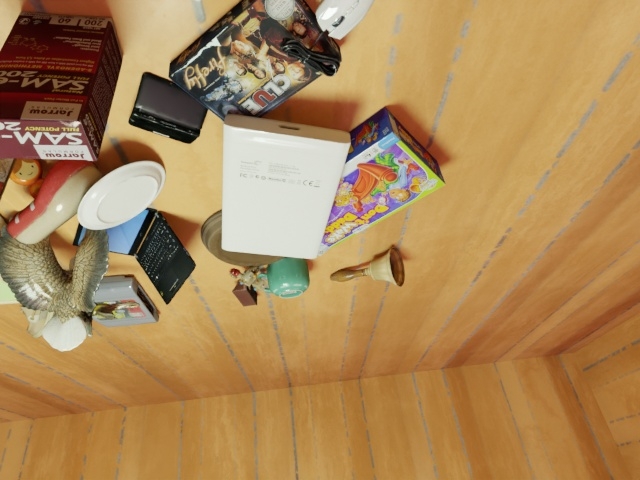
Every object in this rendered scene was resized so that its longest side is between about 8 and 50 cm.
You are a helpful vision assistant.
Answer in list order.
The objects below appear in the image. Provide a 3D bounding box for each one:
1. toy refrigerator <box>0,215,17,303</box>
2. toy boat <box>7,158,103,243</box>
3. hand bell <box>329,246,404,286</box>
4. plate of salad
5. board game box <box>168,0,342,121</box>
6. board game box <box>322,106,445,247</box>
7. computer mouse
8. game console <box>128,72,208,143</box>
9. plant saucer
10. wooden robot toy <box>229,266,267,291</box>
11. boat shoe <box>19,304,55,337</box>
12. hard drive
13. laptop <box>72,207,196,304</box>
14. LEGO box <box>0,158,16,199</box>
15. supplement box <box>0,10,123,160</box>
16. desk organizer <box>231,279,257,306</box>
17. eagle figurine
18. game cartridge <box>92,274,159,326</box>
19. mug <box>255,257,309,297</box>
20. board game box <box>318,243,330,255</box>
[{"bbox_3d":[-0.790,0.047,1.002,0.102,0.094,0.270,-3,138,-7],"label":"toy refrigerator"},{"bbox_3d":[-0.560,-0.106,0.839,0.231,0.151,0.151,-27,114,26],"label":"toy boat"},{"bbox_3d":[0.137,0.102,1.347,0.242,0.126,0.126,-11,150,30],"label":"hand bell"},{"bbox_3d":[-0.417,-0.099,0.871,0.200,0.048,0.200,-42,171,-9],"label":"plate of salad"},{"bbox_3d":[-0.108,-0.300,0.698,0.243,0.042,0.165,-26,143,26],"label":"board game box"},{"bbox_3d":[0.080,-0.125,0.978,0.347,0.078,0.233,-30,141,30],"label":"board game box"},{"bbox_3d":[0.031,-0.340,0.615,0.106,0.042,0.193,18,120,-40],"label":"computer mouse"},{"bbox_3d":[-0.284,-0.242,0.779,0.122,0.071,0.107,14,171,-30],"label":"game console"},{"bbox_3d":[-0.188,-0.002,1.145,0.277,0.041,0.278,-6,147,-4],"label":"plant saucer"},{"bbox_3d":[-0.215,0.094,1.257,0.173,0.079,0.076,10,149,52],"label":"wooden robot toy"},{"bbox_3d":[-0.831,0.187,1.238,0.098,0.109,0.302,27,127,-29],"label":"boat shoe"},{"bbox_3d":[-0.090,-0.093,0.888,0.233,0.047,0.353,6,139,-9],"label":"hard drive"},{"bbox_3d":[-0.474,0.035,1.047,0.136,0.264,0.234,-29,170,-47],"label":"laptop"},{"bbox_3d":[-0.852,-0.106,0.695,0.500,0.193,0.372,-24,145,23],"label":"LEGO box"},{"bbox_3d":[-0.368,-0.221,0.580,0.130,0.239,0.073,-2,147,-10],"label":"supplement box"},{"bbox_3d":[-0.254,0.176,1.399,0.050,0.047,0.130,-8,147,5],"label":"desk organizer"},{"bbox_3d":[-0.614,0.089,1.011,0.226,0.225,0.298,-36,148,-34],"label":"eagle figurine"},{"bbox_3d":[-0.665,0.206,1.352,0.196,0.060,0.294,-1,147,-3],"label":"game cartridge"},{"bbox_3d":[-0.107,0.127,1.291,0.129,0.097,0.157,14,146,-43],"label":"mug"},{"bbox_3d":[0.000,0.000,1.190,0.090,0.020,0.090,-39,140,22],"label":"board game box"}]
